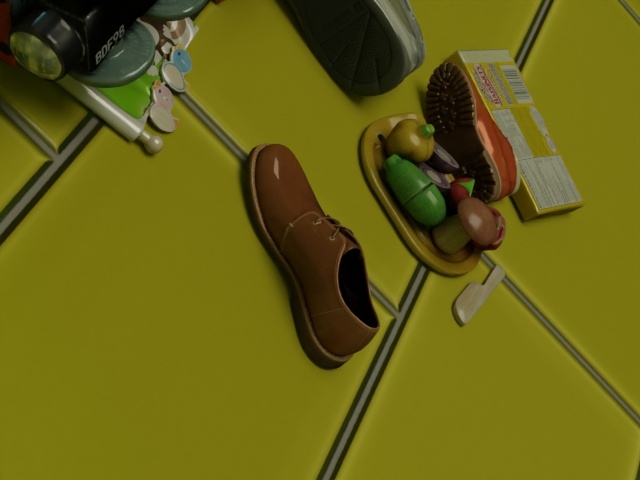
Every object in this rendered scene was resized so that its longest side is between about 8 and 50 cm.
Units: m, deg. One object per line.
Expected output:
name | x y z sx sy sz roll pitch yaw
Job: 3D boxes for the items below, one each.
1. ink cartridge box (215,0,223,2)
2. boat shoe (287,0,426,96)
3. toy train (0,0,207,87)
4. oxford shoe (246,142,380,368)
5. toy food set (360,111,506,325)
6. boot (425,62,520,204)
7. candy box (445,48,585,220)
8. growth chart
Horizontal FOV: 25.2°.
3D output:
ink cartridge box | -0.064 -0.350 1.310 0.158 0.218 0.092 46 39 -14
boat shoe | 0.003 -0.298 1.437 0.320 0.118 0.103 57 32 -5
toy train | -0.175 -0.263 1.157 0.190 0.142 0.334 25 56 14
oxford shoe | 0.000 0.000 1.250 0.076 0.076 0.212 -7 67 -47
toy food set | 0.132 -0.040 1.419 0.218 0.071 0.128 58 38 1
boot | 0.165 -0.114 1.523 0.085 0.059 0.158 -9 79 -52
candy box | 0.219 -0.121 1.604 0.105 0.027 0.206 -11 72 -47
growth chart | -0.176 -0.196 1.244 0.172 0.021 0.237 32 46 -27
